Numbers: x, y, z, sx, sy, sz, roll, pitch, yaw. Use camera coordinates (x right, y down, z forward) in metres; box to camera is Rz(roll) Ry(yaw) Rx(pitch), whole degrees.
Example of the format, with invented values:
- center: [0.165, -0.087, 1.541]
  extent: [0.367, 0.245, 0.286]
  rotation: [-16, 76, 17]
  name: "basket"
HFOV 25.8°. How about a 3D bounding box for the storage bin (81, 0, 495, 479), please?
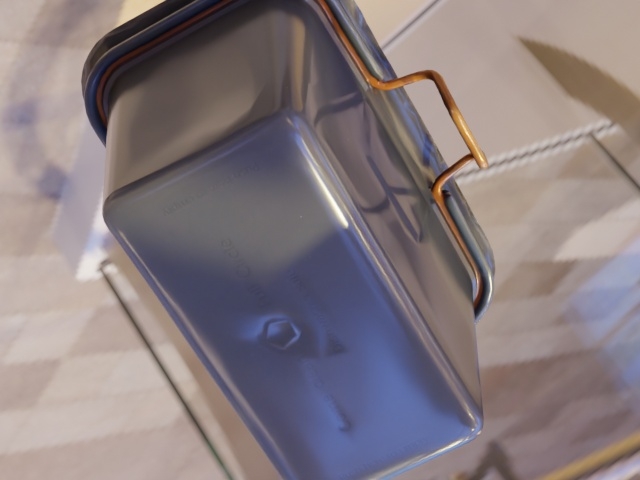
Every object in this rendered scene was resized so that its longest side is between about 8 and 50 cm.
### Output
- center: [0.000, 0.000, 0.380]
  extent: [0.098, 0.091, 0.135]
  rotation: [-27, 115, 11]
  name: "storage bin"
